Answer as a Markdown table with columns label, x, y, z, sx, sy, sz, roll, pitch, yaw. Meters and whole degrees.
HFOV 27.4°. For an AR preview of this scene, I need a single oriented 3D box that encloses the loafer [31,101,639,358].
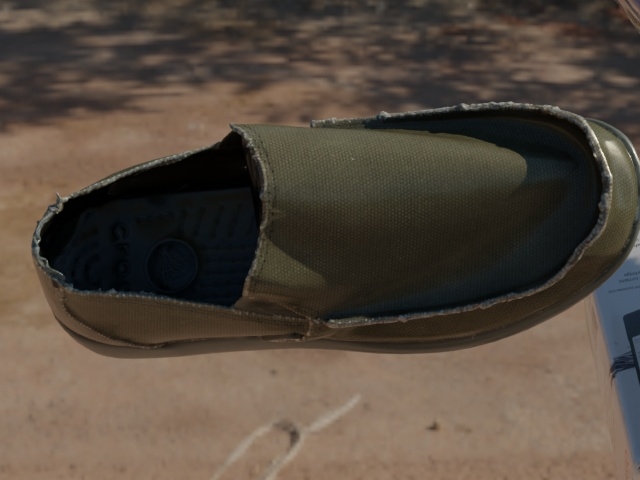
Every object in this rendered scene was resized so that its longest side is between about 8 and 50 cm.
| label | x | y | z | sx | sy | sz | roll | pitch | yaw |
| --- | --- | --- | --- | --- | --- | --- | --- | --- | --- |
| loafer | 0.000 | 0.000 | 0.511 | 0.251 | 0.094 | 0.087 | -12 | -14 | 11 |

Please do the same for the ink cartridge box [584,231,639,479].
| label | x | y | z | sx | sy | sz | roll | pitch | yaw |
| --- | --- | --- | --- | --- | --- | --- | --- | --- | --- |
| ink cartridge box | 0.362 | 0.153 | 1.410 | 0.114 | 0.198 | 0.273 | -10 | 56 | 7 |

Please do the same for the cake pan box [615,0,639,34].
| label | x | y | z | sx | sy | sz | roll | pitch | yaw |
| --- | --- | --- | --- | --- | --- | --- | --- | --- | --- |
| cake pan box | 0.221 | -0.247 | 1.010 | 0.070 | 0.246 | 0.267 | -37 | -16 | 15 |
